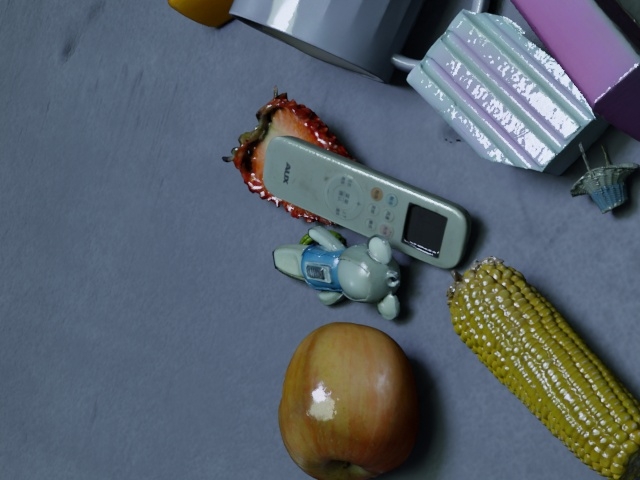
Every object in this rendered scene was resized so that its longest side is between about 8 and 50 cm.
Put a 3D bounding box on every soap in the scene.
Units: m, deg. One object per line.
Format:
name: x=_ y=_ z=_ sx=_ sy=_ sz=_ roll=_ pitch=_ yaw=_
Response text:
soap: x=0.231 y=-0.168 z=1.467 sx=0.145 sy=0.091 sz=0.230 roll=-50 pitch=60 yaw=18
soap: x=0.307 y=-0.225 z=1.375 sx=0.081 sy=0.181 sz=0.259 roll=-44 pitch=53 yaw=23

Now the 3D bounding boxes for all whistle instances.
whistle: x=0.023 y=0.036 z=1.621 sx=0.236 sy=0.077 sz=0.114 roll=9 pitch=115 yaw=49

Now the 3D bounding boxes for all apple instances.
apple: x=0.031 y=0.194 z=1.498 sx=0.199 sy=0.199 sz=0.199 roll=-15 pitch=67 yaw=38

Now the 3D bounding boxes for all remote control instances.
remote control: x=0.056 y=-0.052 z=1.583 sx=0.310 sy=0.038 sz=0.090 roll=25 pitch=118 yaw=28

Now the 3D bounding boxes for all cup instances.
cup: x=0.084 y=-0.382 z=1.611 sx=0.323 sy=0.237 sz=0.326 roll=26 pitch=94 yaw=14

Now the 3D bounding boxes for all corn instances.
corn: x=0.253 y=0.141 z=1.364 sx=0.106 sy=0.106 sz=0.305 roll=-53 pitch=53 yaw=16

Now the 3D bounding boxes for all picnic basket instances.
picnic basket: x=0.319 y=-0.074 z=1.400 sx=0.083 sy=0.065 sz=0.083 roll=-29 pitch=80 yaw=37

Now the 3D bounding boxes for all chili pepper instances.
chili pepper: x=-0.001 y=0.000 z=1.688 sx=0.083 sy=0.017 sz=0.030 roll=-3 pitch=76 yaw=41

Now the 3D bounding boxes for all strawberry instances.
strawberry: x=-0.021 y=-0.098 z=1.707 sx=0.208 sy=0.087 sz=0.167 roll=49 pitch=127 yaw=13

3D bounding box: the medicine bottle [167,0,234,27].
medicine bottle: x=-0.128 y=-0.440 z=1.878 sx=0.222 sy=0.112 sz=0.149 roll=-24 pitch=61 yaw=34
